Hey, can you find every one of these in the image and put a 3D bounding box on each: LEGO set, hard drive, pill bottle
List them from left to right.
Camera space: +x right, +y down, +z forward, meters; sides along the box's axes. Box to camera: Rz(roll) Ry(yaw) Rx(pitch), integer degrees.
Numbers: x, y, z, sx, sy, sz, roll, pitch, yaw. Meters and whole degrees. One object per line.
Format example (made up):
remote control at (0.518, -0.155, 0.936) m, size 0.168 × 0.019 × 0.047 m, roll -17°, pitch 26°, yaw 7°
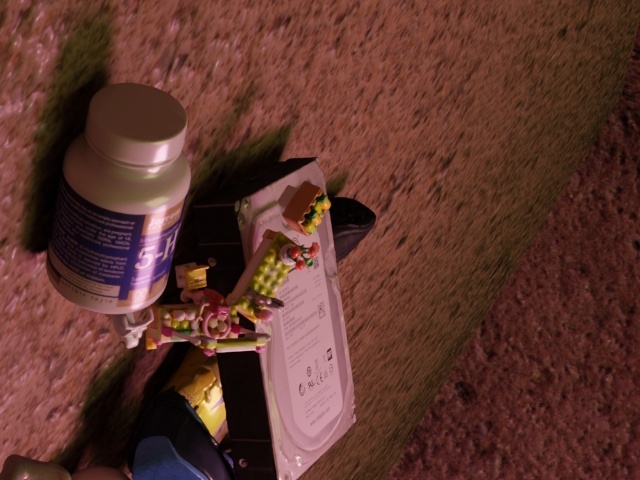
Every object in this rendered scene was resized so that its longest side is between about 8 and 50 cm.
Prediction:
pill bottle at (-0.173, -0.038, 1.404) m, size 0.112 × 0.112 × 0.187 m, roll -44°, pitch 158°, yaw -48°
LEGO set at (-0.076, 0.047, 1.663) m, size 0.287 × 0.107 × 0.132 m, roll -26°, pitch 110°, yaw -29°
hard drive at (-0.044, 0.092, 1.858) m, size 0.237 × 0.064 × 0.339 m, roll -32°, pitch 116°, yaw -63°

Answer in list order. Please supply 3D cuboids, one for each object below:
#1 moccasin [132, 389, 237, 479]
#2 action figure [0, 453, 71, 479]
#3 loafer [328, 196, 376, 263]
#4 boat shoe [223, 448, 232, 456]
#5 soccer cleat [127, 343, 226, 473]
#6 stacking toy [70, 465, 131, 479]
moccasin at (-0.116, 0.297, 1.882) m, size 0.342 × 0.137 × 0.117 m, roll 74°, pitch 16°, yaw -49°
action figure at (-0.396, 0.333, 1.379) m, size 0.341 × 0.178 × 0.330 m, roll -37°, pitch 177°, yaw 42°
loafer at (0.000, 0.000, 2.150) m, size 0.223 × 0.076 × 0.078 m, roll -30°, pitch 151°, yaw -55°
boat shoe at (-0.117, 0.352, 2.339) m, size 0.305 × 0.109 × 0.091 m, roll -33°, pitch 154°, yaw -54°
soccer cleat at (-0.141, 0.173, 1.951) m, size 0.289 × 0.093 × 0.121 m, roll -61°, pitch 163°, yaw 2°
stacking toy at (-0.302, 0.466, 1.717) m, size 0.351 × 0.350 × 0.480 m, roll 91°, pitch 12°, yaw -61°
